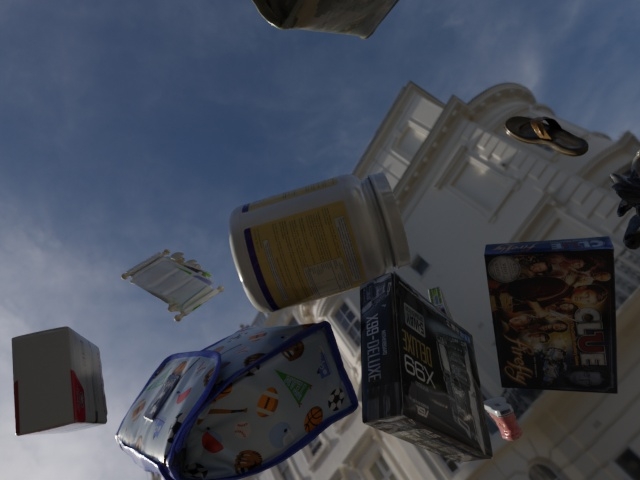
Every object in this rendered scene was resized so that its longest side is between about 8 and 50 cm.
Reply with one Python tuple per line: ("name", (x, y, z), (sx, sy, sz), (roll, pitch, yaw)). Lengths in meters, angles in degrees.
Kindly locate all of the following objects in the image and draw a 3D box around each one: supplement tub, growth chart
("supplement tub", (0.000, 0.000, 0.973), (0.332, 0.241, 0.241), (-16, -48, 4))
("growth chart", (-0.345, 0.093, 1.088), (0.172, 0.237, 0.021), (-30, -43, -47))

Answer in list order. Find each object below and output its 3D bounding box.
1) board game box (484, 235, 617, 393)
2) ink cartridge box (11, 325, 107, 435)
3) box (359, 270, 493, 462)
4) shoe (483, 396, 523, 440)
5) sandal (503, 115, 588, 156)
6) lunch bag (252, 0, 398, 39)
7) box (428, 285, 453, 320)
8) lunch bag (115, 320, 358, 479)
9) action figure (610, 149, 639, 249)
("board game box", (0.348, 0.117, 0.694), (0.042, 0.165, 0.243), (-48, -52, -57))
("ink cartridge box", (-0.318, 0.178, 0.570), (0.063, 0.109, 0.150), (-10, -19, -17))
("box", (0.187, 0.232, 0.814), (0.077, 0.242, 0.307), (-26, -46, 32))
("shoe", (0.480, 0.469, 1.216), (0.064, 0.081, 0.178), (-19, -12, 5))
("sandal", (0.600, -0.289, 1.221), (0.090, 0.219, 0.060), (-42, -34, -21))
("lunch bag", (0.044, -0.339, 0.391), (0.287, 0.169, 0.235), (-45, -2, 32))
("box", (0.356, 0.243, 1.294), (0.036, 0.114, 0.207), (-19, -63, 17))
("lunch bag", (-0.183, 0.317, 0.922), (0.386, 0.328, 0.238), (-23, -87, -38))
("action figure", (0.453, -0.048, 0.566), (0.140, 0.164, 0.276), (-59, -31, 6))
